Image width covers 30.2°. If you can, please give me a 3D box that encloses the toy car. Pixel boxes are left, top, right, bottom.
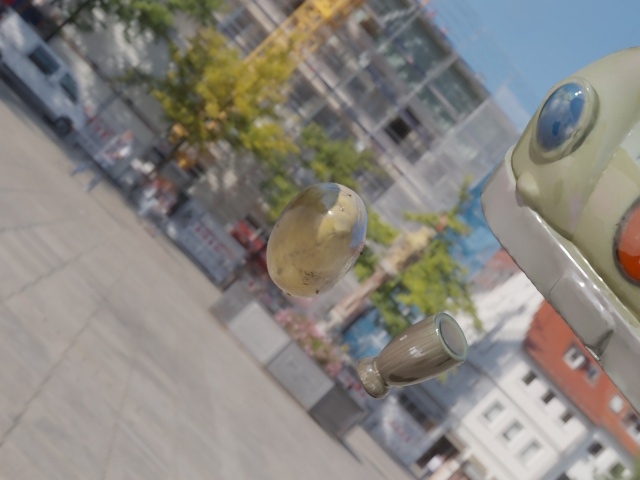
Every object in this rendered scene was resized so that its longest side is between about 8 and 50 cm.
[{"bbox_3d":[0.304,-0.030,0.750,0.336,0.226,0.242,-10,55,-42],"label":"toy car"}]

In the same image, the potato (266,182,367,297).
[{"bbox_3d":[0.002,-0.004,1.572,0.128,0.161,0.235,25,-36,-4],"label":"potato"}]

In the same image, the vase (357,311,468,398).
[{"bbox_3d":[0.084,0.110,1.111,0.053,0.101,0.053,38,35,-33],"label":"vase"}]
